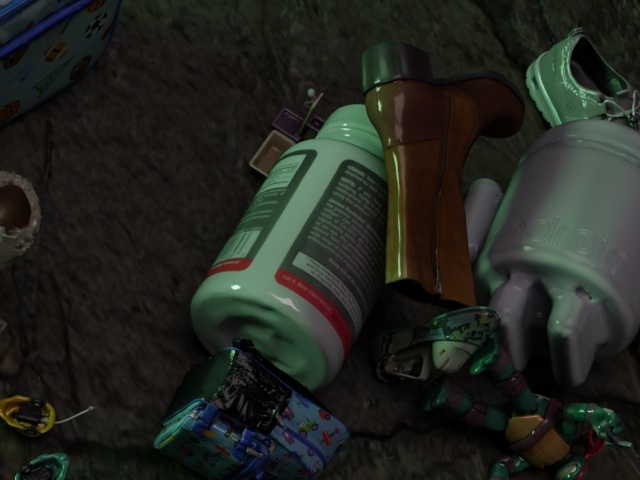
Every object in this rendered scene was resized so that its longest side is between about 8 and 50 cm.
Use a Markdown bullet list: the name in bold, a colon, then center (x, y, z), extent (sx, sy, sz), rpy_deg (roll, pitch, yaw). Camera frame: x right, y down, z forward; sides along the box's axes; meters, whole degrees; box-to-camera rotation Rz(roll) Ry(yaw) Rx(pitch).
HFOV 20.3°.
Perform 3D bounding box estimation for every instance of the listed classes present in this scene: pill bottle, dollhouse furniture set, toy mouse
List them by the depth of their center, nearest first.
- **toy mouse**: center (-0.316, 0.226, 1.813), extent (0.161, 0.031, 0.143), rpy_deg (10, 57, -14)
- **pill bottle**: center (0.000, 0.000, 1.979), extent (0.176, 0.176, 0.318), rpy_deg (31, 55, -1)
- **dollhouse furniture set**: center (-0.021, -0.118, 2.101), extent (0.091, 0.081, 0.114), rpy_deg (33, 55, 1)

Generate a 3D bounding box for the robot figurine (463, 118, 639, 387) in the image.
- **robot figurine**: center (0.300, 0.000, 2.075), extent (0.300, 0.199, 0.353), rpy_deg (12, 52, 19)

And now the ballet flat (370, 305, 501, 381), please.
- **ballet flat**: center (0.126, 0.120, 1.958), extent (0.070, 0.188, 0.070), rpy_deg (12, 70, -35)

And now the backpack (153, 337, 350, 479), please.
- **backpack**: center (-0.066, 0.200, 1.855), extent (0.173, 0.158, 0.117), rpy_deg (34, 62, -12)

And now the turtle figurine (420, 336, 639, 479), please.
- **turtle figurine**: center (0.233, 0.218, 1.974), extent (0.234, 0.175, 0.118), rpy_deg (42, 9, -12)

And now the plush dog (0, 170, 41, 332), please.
- **plush dog**: center (-0.434, -0.010, 1.845), extent (0.263, 0.210, 0.225), rpy_deg (-6, 43, -20)

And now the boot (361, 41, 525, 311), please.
- **boot**: center (0.154, -0.058, 1.967), extent (0.264, 0.096, 0.280), rpy_deg (19, 58, -53)

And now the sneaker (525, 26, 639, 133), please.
- **sneaker**: center (0.361, -0.139, 2.234), extent (0.105, 0.115, 0.281), rpy_deg (-26, 72, -31)

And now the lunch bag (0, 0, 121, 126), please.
- **lunch bag**: center (-0.343, -0.229, 1.950), extent (0.115, 0.243, 0.303), rpy_deg (44, 55, 9)
